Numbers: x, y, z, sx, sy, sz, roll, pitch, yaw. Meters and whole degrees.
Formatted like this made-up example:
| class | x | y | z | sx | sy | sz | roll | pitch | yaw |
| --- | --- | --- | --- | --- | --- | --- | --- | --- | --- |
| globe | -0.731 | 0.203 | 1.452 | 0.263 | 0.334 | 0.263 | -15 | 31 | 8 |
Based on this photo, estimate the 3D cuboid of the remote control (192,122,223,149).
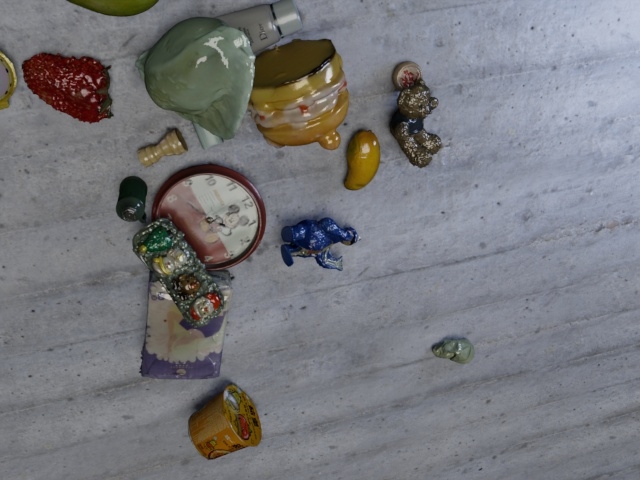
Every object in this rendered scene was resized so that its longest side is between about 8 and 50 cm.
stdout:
| class | x | y | z | sx | sy | sz | roll | pitch | yaw |
| --- | --- | --- | --- | --- | --- | --- | --- | --- | --- |
| remote control | -0.307 | -0.323 | 1.483 | 0.065 | 0.029 | 0.166 | -20 | 120 | -3 |

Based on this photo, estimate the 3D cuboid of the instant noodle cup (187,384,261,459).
| class | x | y | z | sx | sy | sz | roll | pitch | yaw |
| --- | --- | --- | --- | --- | --- | --- | --- | --- | --- |
| instant noodle cup | -0.321 | 0.612 | 1.877 | 0.172 | 0.216 | 0.216 | -30 | 121 | 12 |

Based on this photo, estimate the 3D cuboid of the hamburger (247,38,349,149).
| class | x | y | z | sx | sy | sz | roll | pitch | yaw |
| --- | --- | --- | --- | --- | --- | --- | --- | --- | --- |
| hamburger | -0.053 | -0.349 | 1.412 | 0.276 | 0.276 | 0.237 | -25 | 129 | -1 |

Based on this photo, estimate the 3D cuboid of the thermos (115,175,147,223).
| class | x | y | z | sx | sy | sz | roll | pitch | yaw |
| --- | --- | --- | --- | --- | --- | --- | --- | --- | --- |
| thermos | -0.488 | -0.096 | 1.461 | 0.073 | 0.188 | 0.083 | -1 | 116 | -14 |

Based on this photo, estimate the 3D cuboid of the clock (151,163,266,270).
| class | x | y | z | sx | sy | sz | roll | pitch | yaw |
| --- | --- | --- | --- | --- | --- | --- | --- | --- | --- |
| clock | -0.311 | -0.060 | 1.591 | 0.318 | 0.080 | 0.319 | -3 | 112 | -7 |

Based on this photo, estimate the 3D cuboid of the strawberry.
| class | x | y | z | sx | sy | sz | roll | pitch | yaw |
| --- | --- | --- | --- | --- | --- | --- | --- | --- | --- |
| strawberry | -0.604 | -0.356 | 1.353 | 0.207 | 0.087 | 0.167 | -1 | 119 | -13 |

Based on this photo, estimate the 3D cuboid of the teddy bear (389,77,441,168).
| class | x | y | z | sx | sy | sz | roll | pitch | yaw |
| --- | --- | --- | --- | --- | --- | --- | --- | --- | --- |
| teddy bear | 0.254 | -0.323 | 1.581 | 0.129 | 0.182 | 0.251 | 10 | 136 | 26 |

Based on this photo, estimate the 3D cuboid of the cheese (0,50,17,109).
| class | x | y | z | sx | sy | sz | roll | pitch | yaw |
| --- | --- | --- | --- | --- | --- | --- | --- | --- | --- |
| cheese | -0.791 | -0.412 | 1.285 | 0.156 | 0.064 | 0.250 | -16 | 122 | -8 |

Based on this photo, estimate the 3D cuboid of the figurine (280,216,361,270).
| class | x | y | z | sx | sy | sz | roll | pitch | yaw |
| --- | --- | --- | --- | --- | --- | --- | --- | --- | --- |
| figurine | -0.003 | -0.006 | 1.691 | 0.262 | 0.121 | 0.164 | 6 | 123 | -37 |

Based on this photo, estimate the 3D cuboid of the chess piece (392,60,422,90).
| class | x | y | z | sx | sy | sz | roll | pitch | yaw |
| --- | --- | --- | --- | --- | --- | --- | --- | --- | --- |
| chess piece | 0.239 | -0.450 | 1.558 | 0.083 | 0.038 | 0.084 | -6 | 119 | -10 |

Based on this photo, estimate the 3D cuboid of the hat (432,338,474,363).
| class | x | y | z | sx | sy | sz | roll | pitch | yaw |
| --- | --- | --- | --- | --- | --- | --- | --- | --- | --- |
| hat | 0.499 | 0.415 | 2.065 | 0.122 | 0.081 | 0.166 | -42 | 129 | 11 |

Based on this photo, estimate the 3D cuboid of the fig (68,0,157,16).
| class | x | y | z | sx | sy | sz | roll | pitch | yaw |
| --- | --- | --- | --- | --- | --- | --- | --- | --- | --- |
| fig | -0.474 | -0.604 | 1.168 | 0.326 | 0.258 | 0.258 | 8 | 116 | 0 |

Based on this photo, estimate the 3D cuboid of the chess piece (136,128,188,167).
| class | x | y | z | sx | sy | sz | roll | pitch | yaw |
| --- | --- | --- | --- | --- | --- | --- | --- | --- | --- |
| chess piece | -0.416 | -0.239 | 1.483 | 0.122 | 0.066 | 0.066 | -23 | 121 | 4 |

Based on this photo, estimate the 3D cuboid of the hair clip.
| class | x | y | z | sx | sy | sz | roll | pitch | yaw |
| --- | --- | --- | --- | --- | --- | --- | --- | --- | --- |
| hair clip | -0.373 | 0.096 | 1.531 | 0.138 | 0.091 | 0.321 | -36 | 110 | -9 |

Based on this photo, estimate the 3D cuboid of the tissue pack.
| class | x | y | z | sx | sy | sz | roll | pitch | yaw |
| --- | --- | --- | --- | --- | --- | --- | --- | --- | --- |
| tissue pack | -0.405 | 0.247 | 1.701 | 0.242 | 0.125 | 0.344 | 6 | 113 | -16 |

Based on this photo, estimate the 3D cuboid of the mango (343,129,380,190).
| class | x | y | z | sx | sy | sz | roll | pitch | yaw |
| --- | --- | --- | --- | --- | --- | --- | --- | --- | --- |
| mango | 0.121 | -0.226 | 1.623 | 0.098 | 0.075 | 0.190 | 9 | 119 | -2 |

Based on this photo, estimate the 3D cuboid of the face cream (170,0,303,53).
| class | x | y | z | sx | sy | sz | roll | pitch | yaw |
| --- | --- | --- | --- | --- | --- | --- | --- | --- | --- |
| face cream | -0.199 | -0.506 | 1.395 | 0.314 | 0.089 | 0.143 | -18 | 121 | 8 |

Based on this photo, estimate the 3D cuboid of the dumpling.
| class | x | y | z | sx | sy | sz | roll | pitch | yaw |
| --- | --- | --- | --- | --- | --- | --- | --- | --- | --- |
| dumpling | -0.302 | -0.377 | 1.304 | 0.211 | 0.320 | 0.270 | 1 | 111 | -26 |
